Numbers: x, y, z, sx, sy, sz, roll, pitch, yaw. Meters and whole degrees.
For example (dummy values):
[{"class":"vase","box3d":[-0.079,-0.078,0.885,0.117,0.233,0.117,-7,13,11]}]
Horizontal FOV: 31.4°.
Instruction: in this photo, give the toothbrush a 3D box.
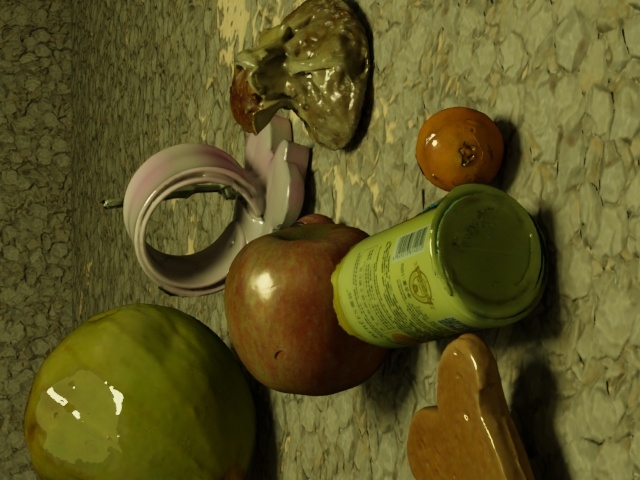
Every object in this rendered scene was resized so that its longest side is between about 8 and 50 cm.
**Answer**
[{"class":"toothbrush","box3d":[-0.213,-0.068,1.685,0.026,0.294,0.028,-44,68,32]}]

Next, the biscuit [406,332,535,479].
[{"class":"biscuit","box3d":[0.161,0.259,0.940,0.216,0.047,0.339,106,150,-47]}]

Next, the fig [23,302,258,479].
[{"class":"fig","box3d":[-0.236,0.263,1.625,0.343,0.343,0.343,-176,90,-69]}]

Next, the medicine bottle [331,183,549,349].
[{"class":"medicine bottle","box3d":[0.100,0.034,1.048,0.239,0.124,0.124,154,117,-65]}]

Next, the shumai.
[{"class":"shumai","box3d":[-0.032,-0.207,1.394,0.161,0.153,0.209,122,143,-62]}]

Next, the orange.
[{"class":"orange","box3d":[0.129,-0.084,1.051,0.083,0.083,0.083,-176,90,-69]}]

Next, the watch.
[{"class":"watch","box3d":[-0.148,-0.044,1.559,0.211,0.217,0.248,-126,44,-58]}]

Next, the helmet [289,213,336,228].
[{"class":"helmet","box3d":[0.001,0.000,1.402,0.065,0.049,0.084,17,135,37]}]

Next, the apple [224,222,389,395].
[{"class":"apple","box3d":[-0.009,0.074,1.230,0.188,0.188,0.173,-155,61,-67]}]
